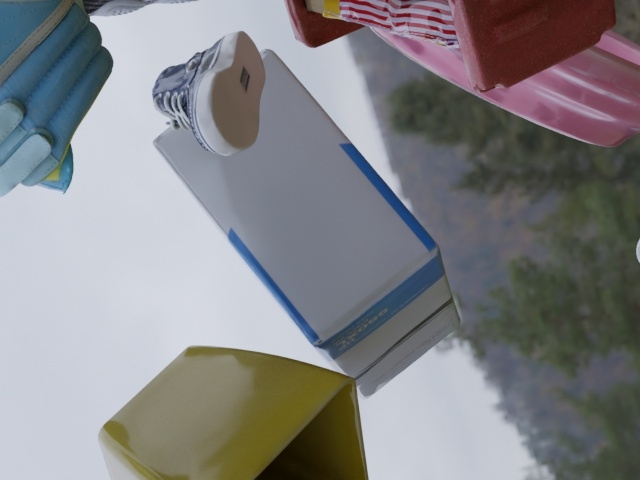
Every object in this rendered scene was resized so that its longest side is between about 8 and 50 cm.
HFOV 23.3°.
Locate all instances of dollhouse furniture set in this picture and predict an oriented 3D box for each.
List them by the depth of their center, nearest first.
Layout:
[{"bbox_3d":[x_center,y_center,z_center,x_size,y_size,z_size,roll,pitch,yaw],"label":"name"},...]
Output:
[{"bbox_3d":[0.161,-0.241,0.988,0.201,0.374,0.152,22,133,51],"label":"dollhouse furniture set"}]

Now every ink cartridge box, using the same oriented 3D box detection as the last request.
[{"bbox_3d":[0.000,0.000,1.728,0.285,0.166,0.395,51,178,16],"label":"ink cartridge box"}]

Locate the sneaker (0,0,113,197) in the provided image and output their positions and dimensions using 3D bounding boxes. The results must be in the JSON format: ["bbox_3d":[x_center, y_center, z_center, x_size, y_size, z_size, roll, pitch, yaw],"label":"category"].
[{"bbox_3d":[-0.281,-0.082,1.034,0.208,0.319,0.127,59,177,-21],"label":"sneaker"}]

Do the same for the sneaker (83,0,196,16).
[{"bbox_3d":[-0.222,-0.391,1.876,0.210,0.366,0.137,90,159,-54],"label":"sneaker"}]

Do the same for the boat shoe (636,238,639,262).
[{"bbox_3d":[0.399,-0.024,1.642,0.066,0.184,0.063,52,163,-6],"label":"boat shoe"}]

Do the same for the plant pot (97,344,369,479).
[{"bbox_3d":[-0.094,0.226,1.524,0.212,0.187,0.212,-43,-35,-31],"label":"plant pot"}]

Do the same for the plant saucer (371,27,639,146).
[{"bbox_3d":[0.169,-0.175,1.373,0.084,0.332,0.332,-63,-1,15],"label":"plant saucer"}]

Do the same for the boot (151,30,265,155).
[{"bbox_3d":[-0.100,-0.110,1.296,0.069,0.086,0.190,61,-162,-20],"label":"boot"}]
